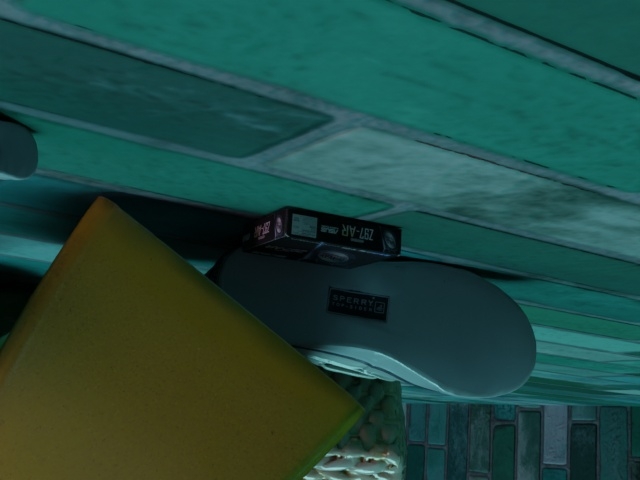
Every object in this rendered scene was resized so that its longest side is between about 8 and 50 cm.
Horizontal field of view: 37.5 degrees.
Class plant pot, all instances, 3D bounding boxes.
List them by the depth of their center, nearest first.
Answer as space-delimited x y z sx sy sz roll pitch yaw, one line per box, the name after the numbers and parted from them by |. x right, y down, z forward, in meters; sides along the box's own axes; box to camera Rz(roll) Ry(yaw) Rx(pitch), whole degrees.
-0.134 0.126 0.639 0.212 0.187 0.212 40 161 -7 | plant pot

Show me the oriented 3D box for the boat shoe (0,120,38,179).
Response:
-0.167 -0.046 0.411 0.035 0.035 0.100 -3 173 18 | boat shoe

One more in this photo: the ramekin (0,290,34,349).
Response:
-0.397 0.169 0.923 0.304 0.148 0.303 -12 -168 3 | ramekin

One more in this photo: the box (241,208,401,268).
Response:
0.000 0.000 0.608 0.083 0.018 0.067 10 166 -28 | box

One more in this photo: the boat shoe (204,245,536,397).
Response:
0.036 0.063 0.722 0.268 0.096 0.088 10 171 -21 | boat shoe

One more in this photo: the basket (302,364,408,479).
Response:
-0.059 0.280 1.123 0.329 0.266 0.331 3 -163 2 | basket
